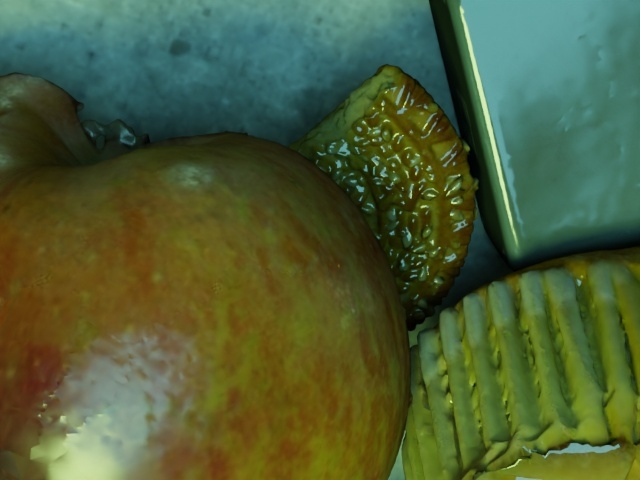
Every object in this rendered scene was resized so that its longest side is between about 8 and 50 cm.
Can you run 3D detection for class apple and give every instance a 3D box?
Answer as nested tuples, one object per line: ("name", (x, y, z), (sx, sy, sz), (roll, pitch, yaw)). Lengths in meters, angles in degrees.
("apple", (-0.116, 0.068, 0.658), (0.293, 0.163, 0.251), (4, 111, 13))

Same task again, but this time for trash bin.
("trash bin", (0.183, -0.093, 0.736), (0.236, 0.101, 0.176), (-15, 110, 0))

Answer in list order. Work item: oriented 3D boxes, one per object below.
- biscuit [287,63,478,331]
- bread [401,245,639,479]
("biscuit", (0.003, 0.011, 0.749), (0.126, 0.025, 0.206), (37, 117, -22))
("bread", (0.184, 0.100, 0.727), (0.288, 0.156, 0.204), (-9, 129, 3))
